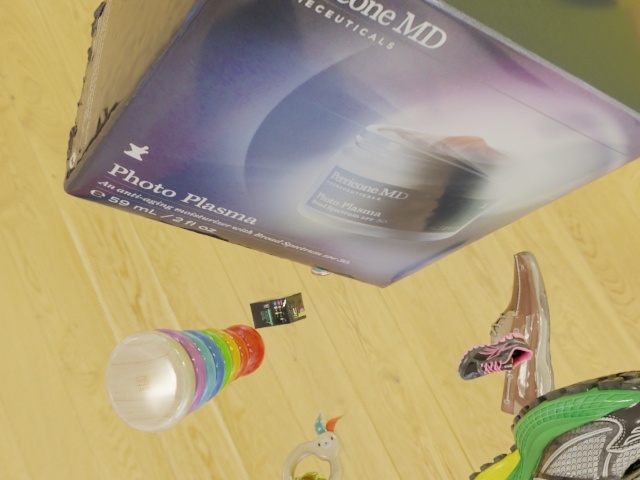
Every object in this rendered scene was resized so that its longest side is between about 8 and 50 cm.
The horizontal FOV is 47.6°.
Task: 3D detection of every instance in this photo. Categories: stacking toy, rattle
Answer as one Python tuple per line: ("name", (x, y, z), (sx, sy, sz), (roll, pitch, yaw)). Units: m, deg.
("stacking toy", (-0.179, 0.189, 1.133), (0.141, 0.330, 0.141), (1, 92, 22))
("rattle", (-0.016, 0.406, 1.419), (0.130, 0.143, 0.200), (6, 58, 40))

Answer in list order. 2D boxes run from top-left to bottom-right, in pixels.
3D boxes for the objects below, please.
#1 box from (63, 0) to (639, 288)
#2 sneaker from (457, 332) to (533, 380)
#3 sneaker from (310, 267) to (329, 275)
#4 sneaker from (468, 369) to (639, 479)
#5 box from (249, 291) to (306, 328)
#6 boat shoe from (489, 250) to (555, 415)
("box", (0.019, -0.120, 0.504), (0.296, 0.294, 0.183), (17, 59, -29))
("sneaker", (0.263, 0.179, 1.082), (0.119, 0.057, 0.047), (-25, 113, -4))
("sneaker", (0.000, 0.000, 1.534), (0.057, 0.075, 0.161), (0, 37, -4))
("sneaker", (0.236, 0.229, 0.637), (0.134, 0.344, 0.146), (-2, 47, -20))
("box", (-0.080, 0.132, 1.364), (0.083, 0.062, 0.052), (-13, 90, 28))
("boat shoe", (0.382, 0.182, 1.390), (0.116, 0.123, 0.325), (-4, 82, 17))
